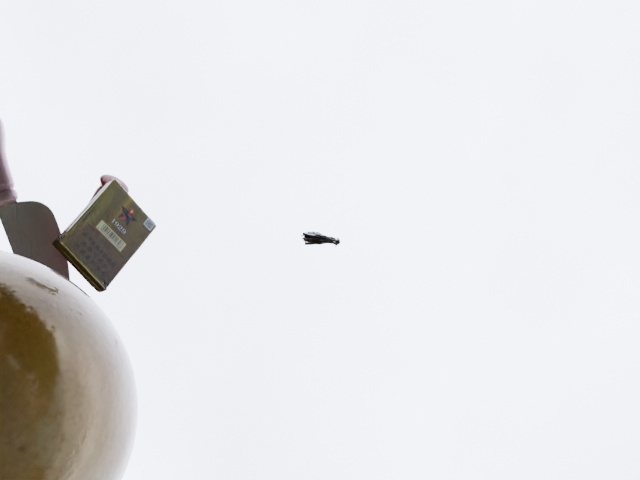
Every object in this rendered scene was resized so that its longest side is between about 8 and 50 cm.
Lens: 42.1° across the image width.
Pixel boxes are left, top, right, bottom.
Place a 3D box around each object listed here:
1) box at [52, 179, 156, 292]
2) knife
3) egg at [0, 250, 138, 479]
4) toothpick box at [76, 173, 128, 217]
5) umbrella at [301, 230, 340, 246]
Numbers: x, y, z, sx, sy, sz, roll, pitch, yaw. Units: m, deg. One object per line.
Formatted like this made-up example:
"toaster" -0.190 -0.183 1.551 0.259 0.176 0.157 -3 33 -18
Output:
"box" -0.286 -0.007 1.114 0.090 0.023 0.133 52 -135 -23
"knife" -0.400 -0.028 1.117 0.081 0.043 0.336 -25 -88 -16
"egg" -0.284 0.128 0.643 0.322 0.250 0.250 5 -103 46
"toothpick box" -0.315 -0.053 1.206 0.047 0.047 0.083 41 -67 11
"umbrella" 0.000 -0.002 1.275 0.083 0.031 0.020 5 -78 47
